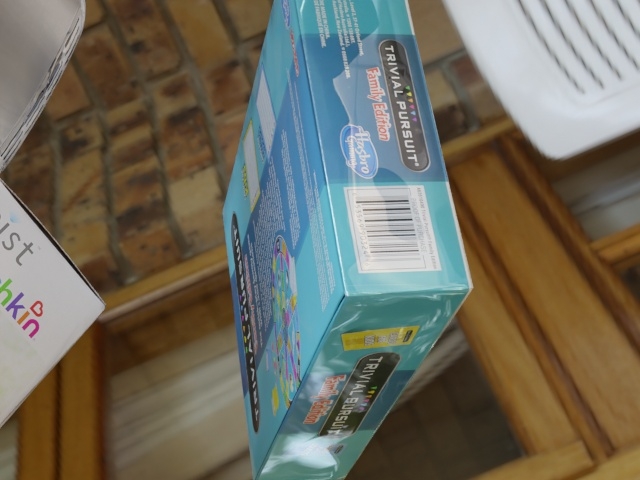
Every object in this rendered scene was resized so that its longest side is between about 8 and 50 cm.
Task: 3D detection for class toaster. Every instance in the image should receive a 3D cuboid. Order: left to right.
[{"bbox_3d":[-0.258,-0.138,0.787,0.146,0.129,0.227,48,-122,-51],"label":"toaster"}]

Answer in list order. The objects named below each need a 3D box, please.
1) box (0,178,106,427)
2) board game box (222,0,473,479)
[{"bbox_3d":[-0.309,0.090,0.782,0.262,0.231,0.126,-11,123,47],"label":"box"},{"bbox_3d":[0.000,0.000,0.847,0.336,0.079,0.253,112,154,-59],"label":"board game box"}]
